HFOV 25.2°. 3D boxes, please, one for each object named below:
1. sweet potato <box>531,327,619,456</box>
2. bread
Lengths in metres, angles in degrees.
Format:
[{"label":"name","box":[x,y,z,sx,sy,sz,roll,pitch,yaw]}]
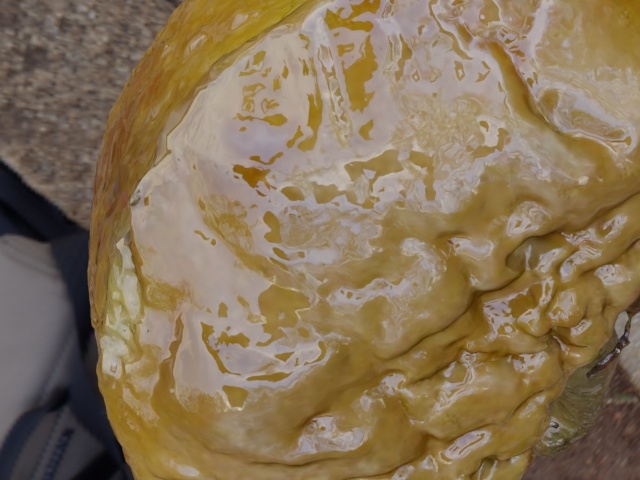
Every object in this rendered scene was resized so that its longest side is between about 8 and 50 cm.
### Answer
[{"label":"sweet potato","box":[0.127,0.070,0.719,0.041,0.153,0.038,5,55,-2]},{"label":"bread","box":[0.000,0.000,0.435,0.139,0.143,0.229,14,116,-21]}]
